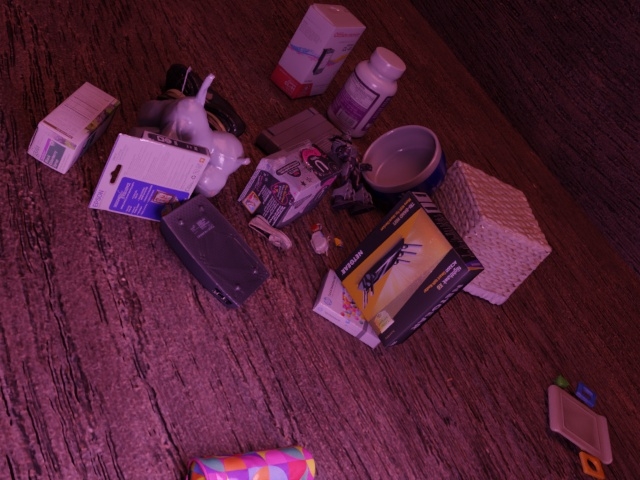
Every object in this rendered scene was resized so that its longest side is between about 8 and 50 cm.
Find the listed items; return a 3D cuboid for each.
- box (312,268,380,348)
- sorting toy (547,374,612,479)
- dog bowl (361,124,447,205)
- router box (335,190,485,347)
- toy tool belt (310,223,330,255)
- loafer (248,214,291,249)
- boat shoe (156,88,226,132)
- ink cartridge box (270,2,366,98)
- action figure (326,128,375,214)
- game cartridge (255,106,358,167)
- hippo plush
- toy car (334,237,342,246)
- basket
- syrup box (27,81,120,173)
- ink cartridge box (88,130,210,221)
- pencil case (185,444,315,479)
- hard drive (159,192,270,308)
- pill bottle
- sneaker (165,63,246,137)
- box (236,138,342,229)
[{"bbox_3d":[0.078,0.171,1.626,0.186,0.038,0.145,33,34,-8],"label":"box"},{"bbox_3d":[0.728,0.528,1.821,0.196,0.047,0.348,32,34,-3],"label":"sorting toy"},{"bbox_3d":[0.271,-0.243,2.072,0.104,0.264,0.265,52,19,-44],"label":"dog bowl"},{"bbox_3d":[0.205,0.072,1.549,0.081,0.309,0.243,-3,51,-49],"label":"router box"},{"bbox_3d":[0.000,0.000,1.748,0.051,0.052,0.083,48,20,-52],"label":"toy tool belt"},{"bbox_3d":[-0.131,-0.015,1.645,0.125,0.045,0.039,39,50,12],"label":"loafer"},{"bbox_3d":[-0.360,-0.334,1.766,0.223,0.080,0.073,39,39,9],"label":"boat shoe"},{"bbox_3d":[-0.011,-0.665,2.261,0.131,0.306,0.226,47,35,12],"label":"ink cartridge box"},{"bbox_3d":[0.094,-0.222,1.976,0.185,0.099,0.285,21,57,-43],"label":"action figure"},{"bbox_3d":[-0.032,-0.300,2.046,0.230,0.068,0.355,46,34,2],"label":"game cartridge"},{"bbox_3d":[-0.315,-0.241,1.583,0.236,0.294,0.234,33,-2,-43],"label":"hippo plush"},{"bbox_3d":[0.093,0.032,1.783,0.040,0.060,0.122,16,40,-57],"label":"toy car"},{"bbox_3d":[0.508,-0.027,2.057,0.331,0.266,0.328,22,37,-26],"label":"basket"},{"bbox_3d":[-0.563,-0.263,1.473,0.096,0.093,0.237,31,35,-13],"label":"syrup box"},{"bbox_3d":[-0.378,-0.139,1.405,0.208,0.206,0.045,12,36,-36],"label":"ink cartridge box"},{"bbox_3d":[-0.121,0.414,1.113,0.236,0.104,0.104,10,44,-39],"label":"pencil case"},{"bbox_3d":[-0.241,0.026,1.447,0.255,0.054,0.172,50,34,-4],"label":"hard drive"},{"bbox_3d":[0.166,-0.527,2.272,0.169,0.301,0.169,25,36,-20],"label":"pill bottle"},{"bbox_3d":[-0.332,-0.395,1.854,0.286,0.109,0.130,49,25,2],"label":"sneaker"},{"bbox_3d":[-0.077,-0.153,1.738,0.142,0.163,0.247,43,34,8],"label":"box"}]
